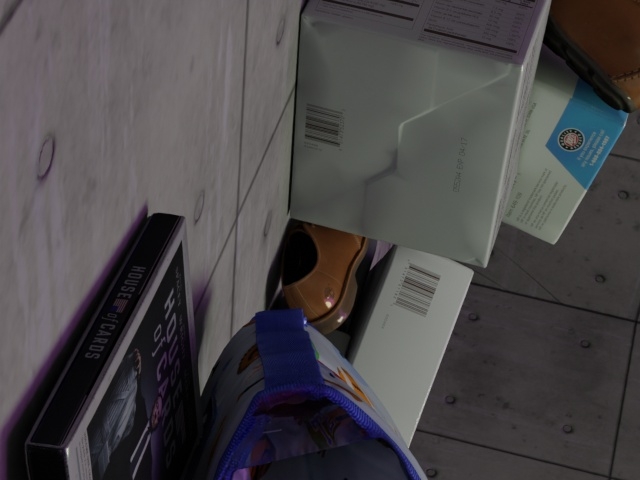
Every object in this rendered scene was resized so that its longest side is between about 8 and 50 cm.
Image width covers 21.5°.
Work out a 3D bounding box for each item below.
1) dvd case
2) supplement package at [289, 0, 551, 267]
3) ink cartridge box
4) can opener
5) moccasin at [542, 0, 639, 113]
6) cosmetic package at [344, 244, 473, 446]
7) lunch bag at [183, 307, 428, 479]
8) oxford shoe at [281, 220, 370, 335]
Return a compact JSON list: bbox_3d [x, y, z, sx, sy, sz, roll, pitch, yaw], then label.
[{"bbox_3d":[-0.119,0.119,1.028,0.239,0.029,0.179,-68,160,-55],"label":"dvd case"},{"bbox_3d":[0.090,-0.133,1.579,0.262,0.204,0.145,95,14,-47],"label":"supplement package"},{"bbox_3d":[0.177,-0.171,1.761,0.198,0.270,0.197,114,0,-48],"label":"ink cartridge box"},{"bbox_3d":[0.004,0.059,1.767,0.283,0.076,0.095,-69,170,-50],"label":"can opener"},{"bbox_3d":[0.208,-0.294,1.611,0.147,0.380,0.139,-47,165,3],"label":"moccasin"},{"bbox_3d":[0.034,0.208,1.823,0.284,0.097,0.377,135,-23,-77],"label":"cosmetic package"},{"bbox_3d":[-0.002,0.257,1.224,0.328,0.239,0.385,-121,-160,-82],"label":"lunch bag"},{"bbox_3d":[0.000,0.000,1.690,0.076,0.076,0.212,51,25,-27],"label":"oxford shoe"}]
